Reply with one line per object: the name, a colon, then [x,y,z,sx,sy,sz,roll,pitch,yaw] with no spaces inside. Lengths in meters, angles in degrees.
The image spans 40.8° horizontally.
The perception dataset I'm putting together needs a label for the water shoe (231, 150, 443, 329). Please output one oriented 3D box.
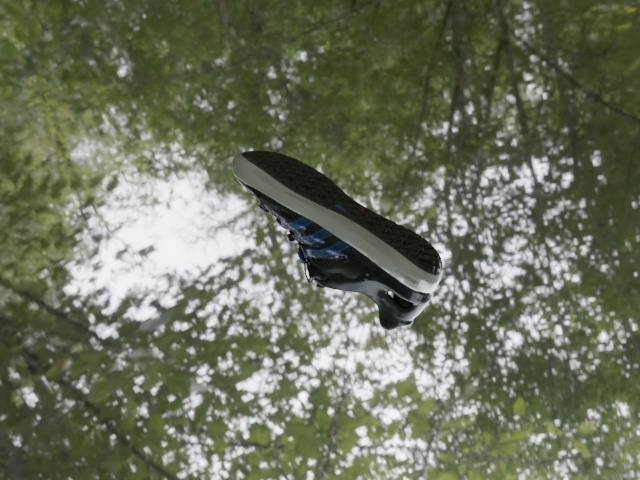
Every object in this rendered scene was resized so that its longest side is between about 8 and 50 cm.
water shoe: [0.000,0.000,0.708,0.203,0.080,0.073,33,-155,16]
